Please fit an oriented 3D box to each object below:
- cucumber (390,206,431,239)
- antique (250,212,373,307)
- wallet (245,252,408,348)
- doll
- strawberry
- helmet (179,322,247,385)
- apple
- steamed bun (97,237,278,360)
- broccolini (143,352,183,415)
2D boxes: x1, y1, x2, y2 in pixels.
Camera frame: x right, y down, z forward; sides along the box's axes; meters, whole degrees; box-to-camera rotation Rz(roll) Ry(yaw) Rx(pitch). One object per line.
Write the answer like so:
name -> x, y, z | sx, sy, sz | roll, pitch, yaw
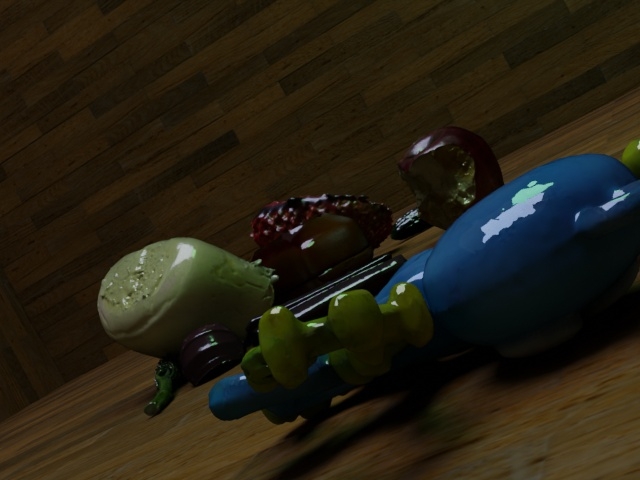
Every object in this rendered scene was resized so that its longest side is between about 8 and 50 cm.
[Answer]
cucumber -> 0.234, -0.060, 1.824 | 0.215, 0.052, 0.058 | -30, 30, 4
antique -> -0.025, 0.041, 1.589 | 0.223, 0.129, 0.278 | -30, 0, -16
wallet -> 0.006, 0.083, 1.242 | 0.229, 0.049, 0.182 | -27, -2, -11
doll -> 0.094, 0.043, 0.583 | 0.346, 0.098, 0.341 | -24, -13, -28
strawberry -> 0.000, 0.000, 1.751 | 0.233, 0.137, 0.306 | 20, -20, -23
helmet -> -0.161, 0.157, 1.303 | 0.098, 0.070, 0.123 | -29, 3, -6
apple -> 0.208, -0.094, 1.404 | 0.156, 0.158, 0.147 | -26, 17, 47
steamed bun -> -0.215, 0.114, 1.462 | 0.273, 0.232, 0.166 | -18, 52, 35
broccolini -> -0.227, 0.214, 1.304 | 0.054, 0.051, 0.239 | -22, 8, -1
